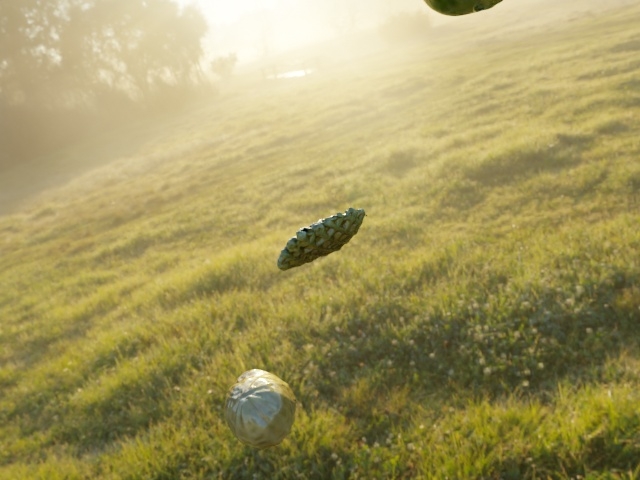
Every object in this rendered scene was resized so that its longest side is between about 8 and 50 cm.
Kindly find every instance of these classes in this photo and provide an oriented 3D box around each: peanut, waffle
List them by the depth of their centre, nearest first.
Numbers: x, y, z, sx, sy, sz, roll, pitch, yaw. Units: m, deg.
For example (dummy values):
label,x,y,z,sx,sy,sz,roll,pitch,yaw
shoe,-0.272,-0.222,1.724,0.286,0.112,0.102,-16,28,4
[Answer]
label,x,y,z,sx,sy,sz,roll,pitch,yaw
peanut,-0.121,0.336,1.234,0.147,0.147,0.305,-17,-4,-2
waffle,0.000,0.000,1.334,0.214,0.054,0.208,-22,-13,-30

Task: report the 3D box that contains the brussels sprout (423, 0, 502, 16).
label,x,y,z,sx,sy,sz,roll,pitch,yaw
brussels sprout,0.197,-0.370,0.809,0.152,0.149,0.122,-37,-18,-2
